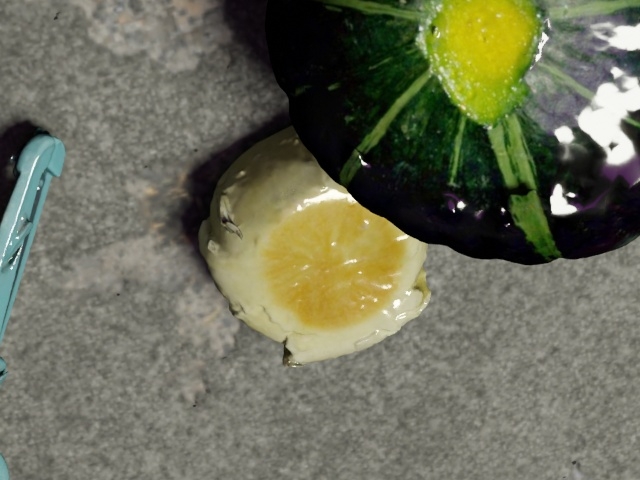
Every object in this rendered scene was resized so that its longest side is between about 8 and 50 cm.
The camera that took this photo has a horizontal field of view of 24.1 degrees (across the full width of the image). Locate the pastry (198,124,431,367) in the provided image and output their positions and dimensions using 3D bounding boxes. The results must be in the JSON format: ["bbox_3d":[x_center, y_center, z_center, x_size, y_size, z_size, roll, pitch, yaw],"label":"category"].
[{"bbox_3d":[0.000,0.000,1.024,0.165,0.088,0.166,-4,118,-8],"label":"pastry"}]

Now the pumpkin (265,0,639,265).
[{"bbox_3d":[0.119,-0.140,0.913,0.296,0.296,0.296,-5,117,-9],"label":"pumpkin"}]

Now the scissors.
[{"bbox_3d":[-0.239,0.111,1.017,0.032,0.180,0.393,24,101,17],"label":"scissors"}]
